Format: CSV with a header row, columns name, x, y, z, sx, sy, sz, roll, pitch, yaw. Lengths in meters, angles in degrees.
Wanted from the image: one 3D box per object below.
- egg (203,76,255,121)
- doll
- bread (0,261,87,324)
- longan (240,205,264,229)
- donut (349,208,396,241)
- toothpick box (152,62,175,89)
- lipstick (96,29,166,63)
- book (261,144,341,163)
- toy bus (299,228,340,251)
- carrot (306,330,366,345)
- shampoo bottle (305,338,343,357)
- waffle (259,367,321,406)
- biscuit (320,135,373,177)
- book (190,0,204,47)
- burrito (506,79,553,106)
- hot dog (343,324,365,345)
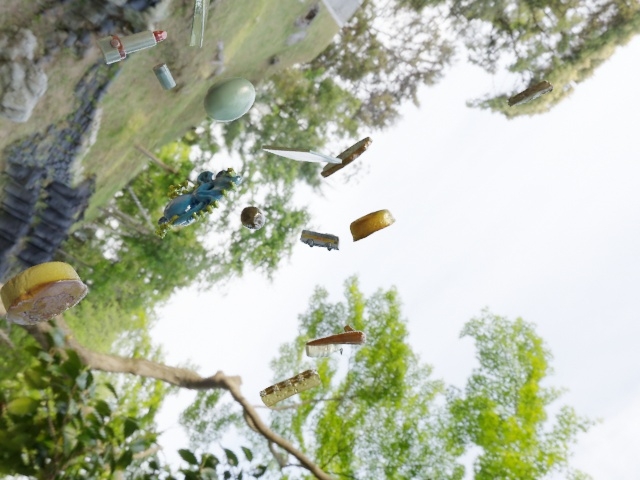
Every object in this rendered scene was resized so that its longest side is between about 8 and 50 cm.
name,x,y,z,sx,sy,sz,roll,pitch,yaw
egg,-0.381,-0.594,2.308,0.231,0.168,0.168,-34,-161,-15
doll,-0.433,-0.142,1.972,0.342,0.098,0.346,-25,-148,-5
bread,-0.964,0.188,1.914,0.270,0.148,0.270,-32,162,-11
longan,-0.282,-0.089,2.299,0.106,0.106,0.119,-47,-133,19
donut,0.195,-0.067,2.142,0.190,0.074,0.174,-25,-176,15
toothpick box,-0.573,-0.601,2.018,0.052,0.083,0.052,-15,-143,11
lipstick,-0.509,-0.546,1.510,0.186,0.063,0.057,-26,180,-19
book,-0.067,-0.331,2.114,0.215,0.283,0.025,10,-86,27
toy bus,0.000,0.000,2.539,0.064,0.191,0.075,71,30,-71
carrot,0.055,0.351,1.937,0.048,0.216,0.048,175,-90,-85
shampoo bottle,0.018,0.424,2.153,0.045,0.152,0.077,117,-29,-47
waffle,-0.132,0.640,2.407,0.274,0.057,0.168,-22,179,-10
biscuit,0.126,-0.385,2.552,0.273,0.049,0.257,-33,-167,21
book,-0.377,-0.840,1.791,0.371,0.043,0.260,138,-39,-70
burrito,0.761,-0.534,2.006,0.171,0.042,0.051,-27,-131,6
hot dog,0.142,0.407,2.344,0.044,0.028,0.137,-35,-139,-18
